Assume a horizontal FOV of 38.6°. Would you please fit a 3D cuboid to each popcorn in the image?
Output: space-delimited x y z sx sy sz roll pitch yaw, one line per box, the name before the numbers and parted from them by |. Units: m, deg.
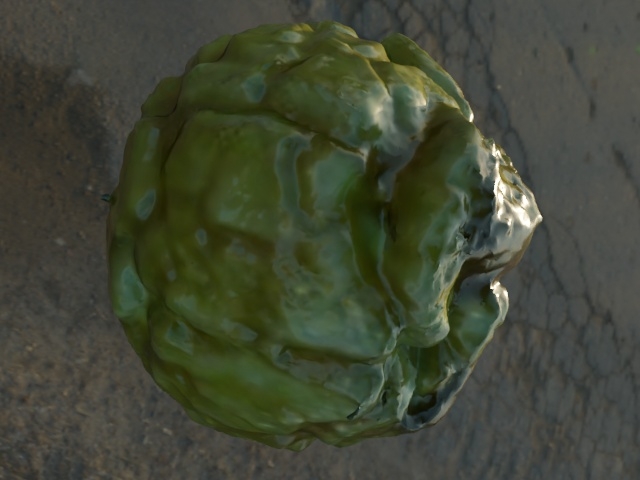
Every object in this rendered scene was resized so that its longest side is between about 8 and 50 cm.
popcorn | -0.009 0.003 0.586 0.282 0.247 0.282 24 90 -89
